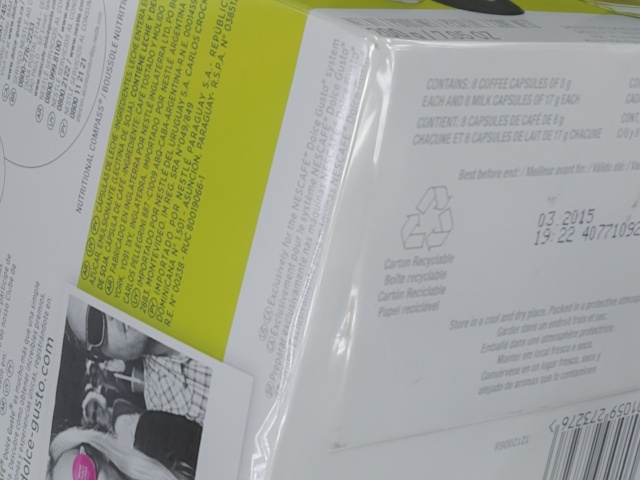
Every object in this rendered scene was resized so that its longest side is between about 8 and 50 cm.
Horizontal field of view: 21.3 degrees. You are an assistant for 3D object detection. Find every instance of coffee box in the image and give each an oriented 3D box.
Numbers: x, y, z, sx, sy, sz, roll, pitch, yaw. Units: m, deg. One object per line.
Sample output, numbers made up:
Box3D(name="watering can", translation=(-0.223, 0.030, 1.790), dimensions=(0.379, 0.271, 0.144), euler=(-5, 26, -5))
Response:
Box3D(name="coffee box", translation=(0.000, 0.000, 0.958), dimensions=(0.338, 0.338, 0.334), euler=(-4, 24, -43))
